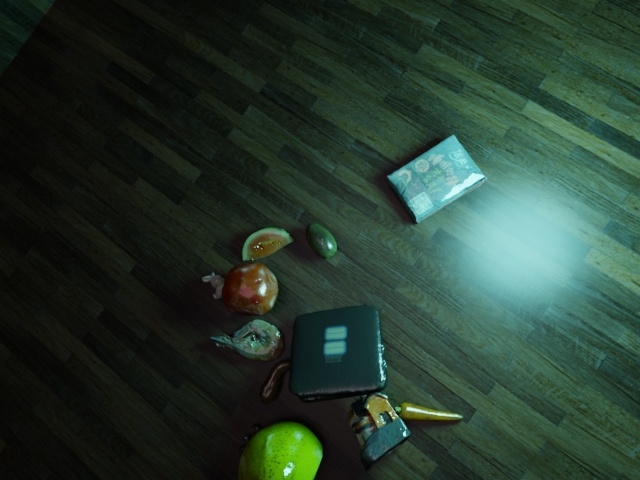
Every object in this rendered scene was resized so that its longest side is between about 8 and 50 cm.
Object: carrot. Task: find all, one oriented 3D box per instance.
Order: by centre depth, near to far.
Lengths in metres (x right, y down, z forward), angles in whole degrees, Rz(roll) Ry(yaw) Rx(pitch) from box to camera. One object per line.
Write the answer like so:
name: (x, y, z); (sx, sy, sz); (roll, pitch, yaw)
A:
carrot: (0.406, 0.653, 1.724); (0.256, 0.061, 0.061); (7, 83, 2)

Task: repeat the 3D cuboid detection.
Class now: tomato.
tomato: (-0.283, 0.194, 1.843); (0.232, 0.188, 0.232); (0, 79, 1)

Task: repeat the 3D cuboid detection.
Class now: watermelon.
watermelon: (-0.233, 0.007, 1.938); (0.245, 0.063, 0.119); (-21, 92, 6)

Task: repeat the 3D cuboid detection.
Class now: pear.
pear: (-0.170, 0.841, 1.657); (0.342, 0.318, 0.238); (-41, 96, 1)

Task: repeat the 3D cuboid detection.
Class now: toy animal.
toy animal: (-0.279, 0.802, 1.829); (0.065, 0.047, 0.136); (38, 85, 5)
toy animal: (-0.429, 0.188, 1.938); (0.085, 0.071, 0.124); (-27, 86, 25)

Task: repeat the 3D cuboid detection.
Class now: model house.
model house: (0.171, 0.647, 1.675); (0.190, 0.271, 0.301); (-26, 61, -9)

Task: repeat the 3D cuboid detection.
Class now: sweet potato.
sweet potato: (-0.172, 0.551, 1.841); (0.081, 0.062, 0.233); (36, 86, -2)

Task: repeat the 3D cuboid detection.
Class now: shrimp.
shrimp: (-0.303, 0.403, 1.888); (0.317, 0.062, 0.164); (8, 79, 8)

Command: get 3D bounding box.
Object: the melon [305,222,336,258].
melon: (0.000, 0.000, 1.870); (0.099, 0.099, 0.162); (-39, 78, 3)

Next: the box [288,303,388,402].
box: (0.063, 0.418, 1.721); (0.359, 0.091, 0.350); (-11, 49, 13)

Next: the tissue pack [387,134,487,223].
tissue pack: (0.455, -0.240, 1.816); (0.315, 0.103, 0.228); (-32, 79, 6)
